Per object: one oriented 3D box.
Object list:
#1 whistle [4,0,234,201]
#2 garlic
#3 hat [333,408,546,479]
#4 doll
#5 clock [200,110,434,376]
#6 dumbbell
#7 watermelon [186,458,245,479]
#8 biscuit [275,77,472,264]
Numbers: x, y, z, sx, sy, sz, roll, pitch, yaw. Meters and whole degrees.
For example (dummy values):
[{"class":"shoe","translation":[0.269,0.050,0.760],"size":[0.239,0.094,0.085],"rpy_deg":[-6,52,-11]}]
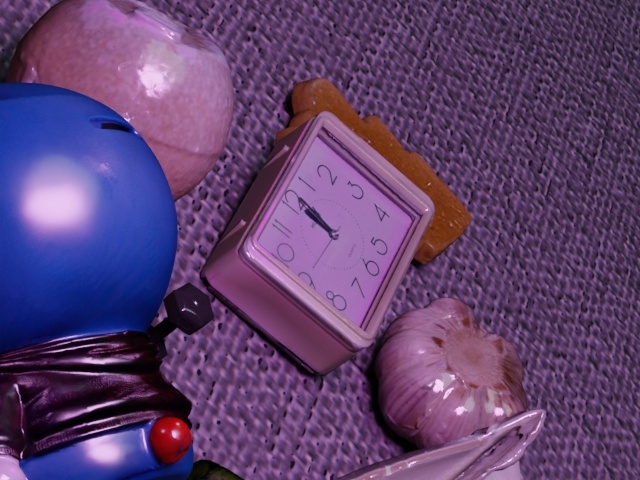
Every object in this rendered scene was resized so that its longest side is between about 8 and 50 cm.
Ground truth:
[{"class":"whistle","translation":[-0.160,-0.119,1.615],"size":[0.189,0.189,0.348],"rpy_deg":[47,12,-10]},{"class":"garlic","translation":[0.114,0.132,1.744],"size":[0.147,0.102,0.159],"rpy_deg":[-10,56,-40]},{"class":"hat","translation":[0.075,0.278,1.555],"size":[0.301,0.168,0.258],"rpy_deg":[-6,84,-28]},{"class":"doll","translation":[-0.201,0.039,1.325],"size":[0.284,0.240,0.310],"rpy_deg":[10,57,-65]},{"class":"clock","translation":[0.000,0.000,1.705],"size":[0.147,0.071,0.192],"rpy_deg":[41,48,-13]},{"class":"dumbbell","translation":[-0.119,0.067,1.525],"size":[0.036,0.083,0.040],"rpy_deg":[54,34,3]},{"class":"watermelon","translation":[-0.042,0.286,1.343],"size":[0.128,0.159,0.303],"rpy_deg":[-35,70,-19]},{"class":"biscuit","translation":[0.050,-0.047,1.879],"size":[0.238,0.041,0.212],"rpy_deg":[22,43,-37]}]
